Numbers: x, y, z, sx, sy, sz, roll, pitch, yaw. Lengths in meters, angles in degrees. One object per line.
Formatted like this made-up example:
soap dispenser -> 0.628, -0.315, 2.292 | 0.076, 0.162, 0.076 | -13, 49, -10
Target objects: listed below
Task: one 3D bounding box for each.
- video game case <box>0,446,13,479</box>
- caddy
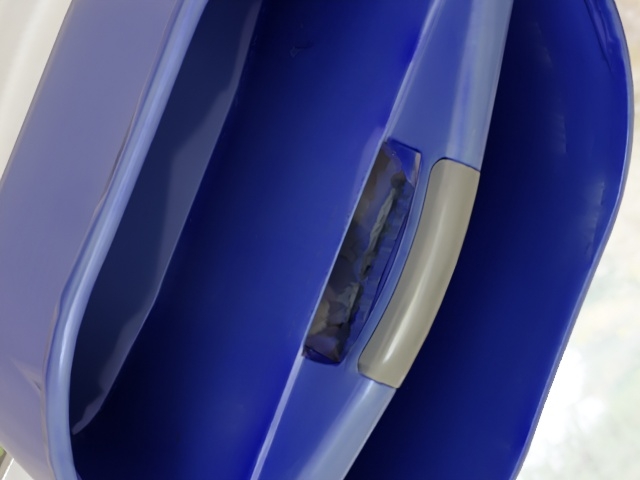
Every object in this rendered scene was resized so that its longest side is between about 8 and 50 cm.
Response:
video game case -> -0.264, 0.092, 1.112 | 0.190, 0.173, 0.022 | 124, 156, -56
caddy -> 0.000, 0.000, 0.766 | 0.241, 0.341, 0.179 | 22, 178, -33
